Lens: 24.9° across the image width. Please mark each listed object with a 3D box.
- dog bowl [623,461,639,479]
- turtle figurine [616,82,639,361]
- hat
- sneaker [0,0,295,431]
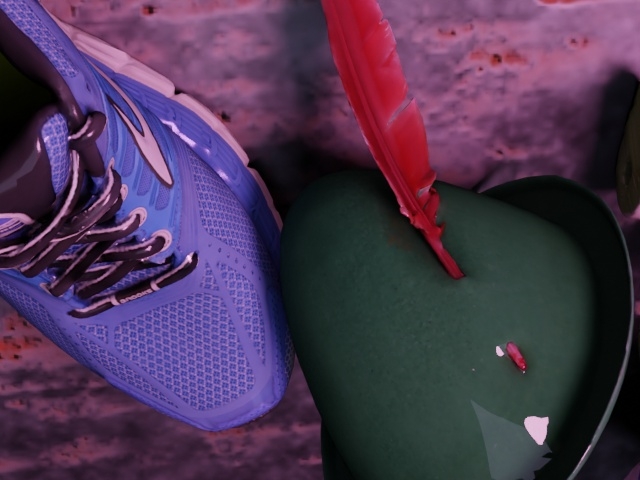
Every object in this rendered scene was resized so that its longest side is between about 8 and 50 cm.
[{"bbox_3d":[0.268,0.170,0.664,0.264,0.265,0.104,23,116,-23],"label":"dog bowl"},{"bbox_3d":[0.272,-0.014,0.582,0.266,0.274,0.198,2,91,-5],"label":"turtle figurine"},{"bbox_3d":[0.000,0.000,0.565,0.183,0.209,0.173,35,126,-30],"label":"hat"},{"bbox_3d":[-0.118,-0.023,0.543,0.129,0.147,0.330,-31,125,14],"label":"sneaker"}]
